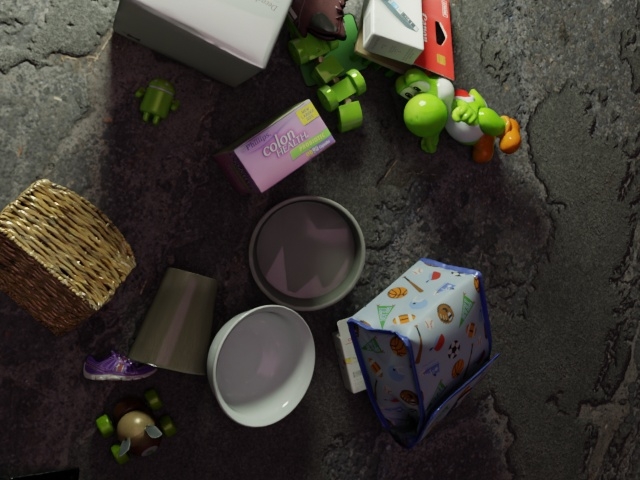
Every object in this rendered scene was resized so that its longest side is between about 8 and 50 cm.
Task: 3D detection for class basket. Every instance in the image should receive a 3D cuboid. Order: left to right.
[{"bbox_3d":[-0.601,0.031,1.707,0.299,0.223,0.213,44,46,-16],"label":"basket"},{"bbox_3d":[-0.330,0.188,1.779,0.204,0.154,0.227,22,80,-41],"label":"basket"}]

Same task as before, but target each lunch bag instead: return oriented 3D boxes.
[{"bbox_3d":[0.279,0.297,1.910,0.328,0.239,0.385,-33,123,-34],"label":"lunch bag"}]

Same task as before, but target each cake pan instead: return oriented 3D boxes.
[{"bbox_3d":[-0.035,0.030,1.889,0.293,0.054,0.293,-1,100,-7],"label":"cake pan"}]

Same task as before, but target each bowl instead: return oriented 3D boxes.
[{"bbox_3d":[-0.167,0.292,1.825,0.298,0.134,0.298,-6,99,-40],"label":"bowl"}]

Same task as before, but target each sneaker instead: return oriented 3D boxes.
[{"bbox_3d":[-0.472,0.296,1.781,0.170,0.068,0.071,3,86,-18],"label":"sneaker"},{"bbox_3d":[0.055,-0.569,1.813,0.281,0.106,0.162,-27,87,-5],"label":"sneaker"}]

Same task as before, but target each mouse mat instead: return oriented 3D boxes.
[{"bbox_3d":[0.023,-0.490,1.933,0.189,0.007,0.152,-21,100,-18],"label":"mouse mat"}]

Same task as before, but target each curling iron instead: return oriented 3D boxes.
[{"bbox_3d":[0.000,0.000,1.937,0.068,0.035,0.274,-34,103,-14],"label":"curling iron"}]

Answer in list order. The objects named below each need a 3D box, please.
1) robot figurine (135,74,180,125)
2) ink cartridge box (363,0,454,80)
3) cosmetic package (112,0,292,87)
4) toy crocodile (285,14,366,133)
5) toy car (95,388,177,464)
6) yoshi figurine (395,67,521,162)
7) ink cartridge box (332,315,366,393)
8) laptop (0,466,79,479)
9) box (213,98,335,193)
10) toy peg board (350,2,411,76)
[{"bbox_3d":[-0.384,-0.330,1.772,0.101,0.067,0.115,20,86,-7],"label":"robot figurine"},{"bbox_3d":[0.235,-0.568,1.897,0.261,0.066,0.296,13,58,-19],"label":"ink cartridge box"},{"bbox_3d":[-0.231,-0.602,1.670,0.327,0.329,0.394,23,87,-19],"label":"cosmetic package"},{"bbox_3d":[0.010,-0.431,1.883,0.115,0.105,0.340,-33,98,-14],"label":"toy crocodile"},{"bbox_3d":[-0.419,0.449,1.741,0.155,0.188,0.149,-28,101,-15],"label":"toy car"},{"bbox_3d":[0.337,-0.298,1.933,0.362,0.203,0.203,25,109,-27],"label":"yoshi figurine"},{"bbox_3d":[0.104,0.285,1.973,0.115,0.067,0.198,-15,99,-18],"label":"ink cartridge box"},{"bbox_3d":[-0.721,0.641,1.743,0.264,0.136,0.234,5,92,-44],"label":"laptop"},{"bbox_3d":[-0.115,-0.216,1.778,0.213,0.243,0.117,-36,103,-14],"label":"box"},{"bbox_3d":[0.155,-0.514,1.946,0.161,0.079,0.161,18,71,-23],"label":"toy peg board"}]
